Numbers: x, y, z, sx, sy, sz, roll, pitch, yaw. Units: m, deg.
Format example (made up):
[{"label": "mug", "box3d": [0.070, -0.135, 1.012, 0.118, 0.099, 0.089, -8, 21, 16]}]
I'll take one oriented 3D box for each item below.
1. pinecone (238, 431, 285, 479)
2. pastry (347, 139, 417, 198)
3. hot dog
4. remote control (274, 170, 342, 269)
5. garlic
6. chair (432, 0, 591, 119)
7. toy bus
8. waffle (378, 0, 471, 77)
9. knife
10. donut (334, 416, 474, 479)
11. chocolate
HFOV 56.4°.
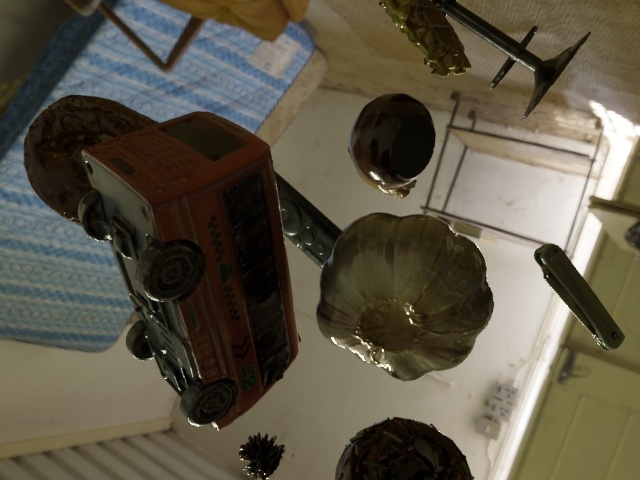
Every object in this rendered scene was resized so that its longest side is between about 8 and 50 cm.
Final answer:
[{"label": "pinecone", "box3d": [-0.174, 0.624, 1.734, 0.120, 0.140, 0.140, 40, 180, -6]}, {"label": "pastry", "box3d": [0.160, -0.243, 1.606, 0.170, 0.237, 0.256, -5, -144, -30]}, {"label": "hot dog", "box3d": [-0.421, -0.145, 1.265, 0.387, 0.267, 0.174, 28, -174, -27]}, {"label": "remote control", "box3d": [0.000, 0.000, 1.207, 0.377, 0.107, 0.044, 42, -144, 7]}, {"label": "garlic", "box3d": [0.134, 0.049, 0.847, 0.244, 0.245, 0.253, 20, -143, 15]}, {"label": "chair", "box3d": [0.362, -0.473, 1.330, 0.401, 0.227, 0.226, 38, -175, 8]}, {"label": "toy bus", "box3d": [-0.163, 0.051, 0.842, 0.233, 0.427, 0.203, -31, -135, -29]}, {"label": "waffle", "box3d": [0.190, -0.417, 1.124, 0.300, 0.058, 0.282, 4, -123, -55]}, {"label": "knife", "box3d": [0.531, 0.119, 1.232, 0.266, 0.073, 0.040, 50, 151, -5]}, {"label": "donut", "box3d": [0.136, 0.377, 0.946, 0.230, 0.096, 0.216, -5, -134, -9]}, {"label": "chocolate", "box3d": [0.119, -0.181, 1.069, 0.176, 0.177, 0.177, 20, -178, -1]}]
